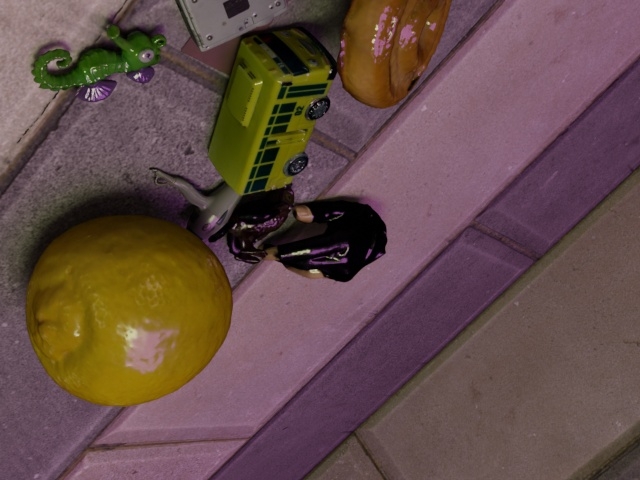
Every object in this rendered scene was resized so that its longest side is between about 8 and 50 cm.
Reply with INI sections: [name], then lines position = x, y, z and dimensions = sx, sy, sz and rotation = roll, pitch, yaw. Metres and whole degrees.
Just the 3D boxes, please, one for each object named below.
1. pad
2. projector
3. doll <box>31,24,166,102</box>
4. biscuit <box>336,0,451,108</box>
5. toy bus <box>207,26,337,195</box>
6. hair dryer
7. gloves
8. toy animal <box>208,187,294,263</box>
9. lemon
[pad]
position = -0.121, -0.342, 1.131
dimensions = 0.188, 0.006, 0.113
rotation = -47, 150, 19
[projector]
position = -0.128, -0.348, 1.048
dimensions = 0.147, 0.061, 0.115
rotation = -28, 149, -6
[doll]
position = -0.303, -0.248, 1.027
dimensions = 0.190, 0.050, 0.115
rotation = -24, 152, -18
[biscuit]
position = 0.134, -0.351, 1.185
dimensions = 0.296, 0.102, 0.296
rotation = -50, 156, -32
[toy bus]
position = -0.085, -0.211, 1.223
dimensions = 0.150, 0.128, 0.262
rotation = -15, 145, -37
[hair dryer]
position = -0.205, -0.108, 1.346
dimensions = 0.167, 0.067, 0.199
rotation = -40, 137, -13
[gloves]
position = 0.008, 0.001, 1.630
dimensions = 0.301, 0.152, 0.197
rotation = -10, 115, -16
[toy animal]
position = -0.128, -0.048, 1.462
dimensions = 0.179, 0.116, 0.218
rotation = -63, -176, -23
[lemon]
position = -0.317, 0.114, 1.247
dimensions = 0.348, 0.348, 0.348
rotation = -27, 149, -18
